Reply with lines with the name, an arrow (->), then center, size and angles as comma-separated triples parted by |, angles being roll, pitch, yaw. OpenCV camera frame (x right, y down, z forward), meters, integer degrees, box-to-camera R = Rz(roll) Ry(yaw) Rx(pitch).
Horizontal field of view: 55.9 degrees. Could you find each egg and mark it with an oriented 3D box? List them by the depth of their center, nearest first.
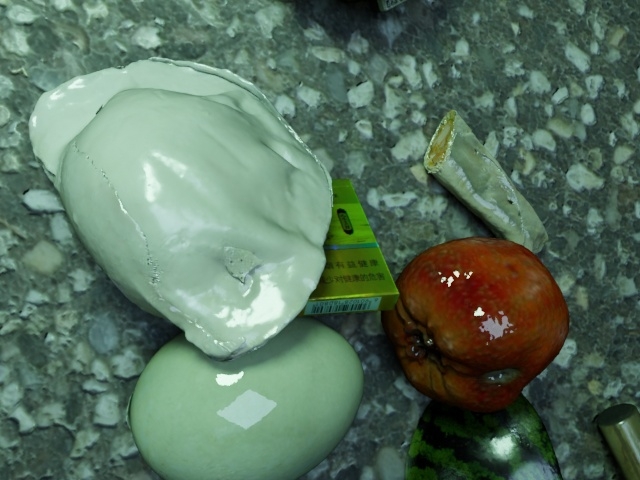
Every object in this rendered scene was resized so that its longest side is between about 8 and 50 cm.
egg -> -0.070, 0.163, 0.631 | 0.253, 0.186, 0.186 | -8, 90, -21

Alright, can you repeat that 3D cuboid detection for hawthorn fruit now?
hawthorn fruit -> 0.206, 0.083, 0.720 | 0.243, 0.207, 0.207 | -22, 94, -32

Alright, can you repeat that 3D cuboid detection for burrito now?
burrito -> 0.220, -0.061, 0.793 | 0.226, 0.060, 0.087 | 47, 71, -9

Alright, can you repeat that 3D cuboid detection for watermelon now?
watermelon -> 0.184, 0.263, 0.748 | 0.145, 0.193, 0.137 | -10, 135, -15

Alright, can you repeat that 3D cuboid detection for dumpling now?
dumpling -> -0.123, -0.061, 0.618 | 0.260, 0.341, 0.181 | -36, 135, -23

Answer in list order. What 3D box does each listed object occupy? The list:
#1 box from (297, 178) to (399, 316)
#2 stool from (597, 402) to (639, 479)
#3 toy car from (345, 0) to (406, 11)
box -> 0.000, 0.000, 0.677 | 0.121, 0.030, 0.193 | -2, 43, -17
stool -> 0.396, 0.369, 0.715 | 0.310, 0.310, 0.226 | -28, 87, -16
toy car -> 0.057, -0.372, 0.710 | 0.248, 0.204, 0.198 | -31, 119, -18
